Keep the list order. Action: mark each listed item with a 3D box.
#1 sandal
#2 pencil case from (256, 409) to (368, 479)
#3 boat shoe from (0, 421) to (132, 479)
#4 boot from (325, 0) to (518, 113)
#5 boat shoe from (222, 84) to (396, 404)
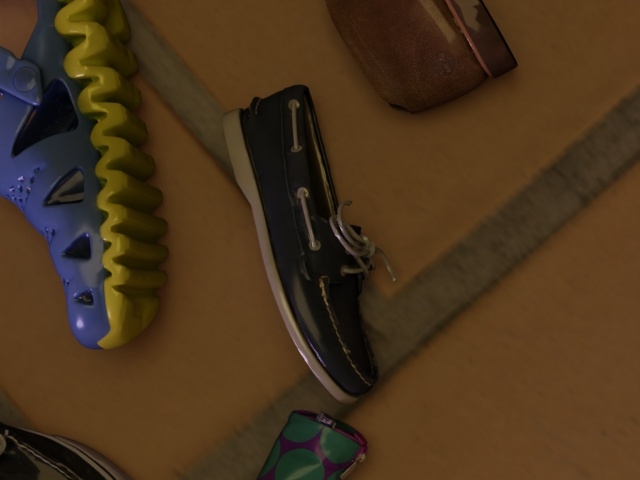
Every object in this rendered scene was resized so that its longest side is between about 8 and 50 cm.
[{"bbox_3d":[-0.205,-0.062,1.446,0.138,0.126,0.317,-14,71,7],"label":"sandal"},{"bbox_3d":[-0.020,0.205,1.401,0.070,0.064,0.152,21,83,25],"label":"pencil case"},{"bbox_3d":[-0.285,0.173,1.413,0.306,0.105,0.113,24,83,9],"label":"boat shoe"},{"bbox_3d":[0.033,-0.243,1.459,0.115,0.112,0.305,-30,81,11],"label":"boot"},{"bbox_3d":[0.000,0.000,1.424,0.079,0.095,0.255,-24,69,13],"label":"boat shoe"}]
